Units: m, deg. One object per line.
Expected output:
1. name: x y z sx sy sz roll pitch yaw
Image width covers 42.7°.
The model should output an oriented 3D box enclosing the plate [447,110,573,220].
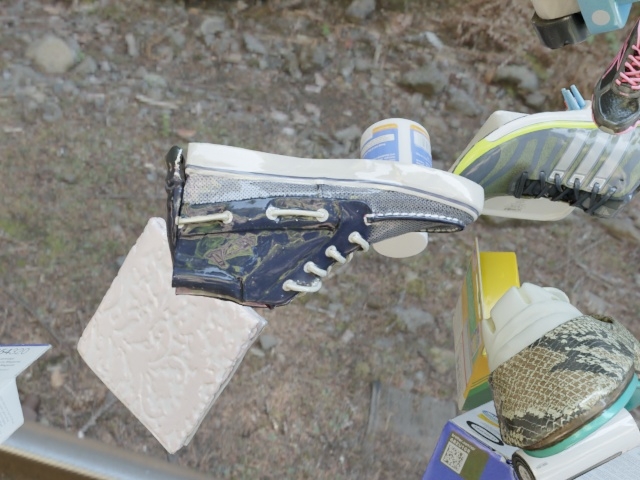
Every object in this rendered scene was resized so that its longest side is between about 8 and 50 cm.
1. plate: 0.354 -0.104 1.356 0.277 0.278 0.045 5 62 -16

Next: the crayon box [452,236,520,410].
1. crayon box: 0.306 0.161 1.491 0.083 0.323 0.203 0 59 2

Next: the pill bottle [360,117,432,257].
1. pill bottle: 0.160 -0.107 1.713 0.152 0.152 0.272 6 58 -8

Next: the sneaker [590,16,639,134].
1. sneaker: 0.247 -0.140 0.637 0.047 0.057 0.119 26 82 19

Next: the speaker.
1. speaker: 0.284 0.231 0.909 0.136 0.055 0.055 -22 53 -13

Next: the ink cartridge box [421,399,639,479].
1. ink cartridge box: 0.315 0.344 1.124 0.270 0.151 0.395 30 18 31

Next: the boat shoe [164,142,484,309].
1. boat shoe: 0.000 0.000 0.862 0.340 0.127 0.158 5 78 -2

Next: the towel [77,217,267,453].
1. towel: -0.291 0.177 1.545 0.317 0.332 0.053 40 18 21

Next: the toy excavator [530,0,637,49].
1. toy excavator: 0.488 -0.430 1.182 0.445 0.222 0.433 -7 42 38

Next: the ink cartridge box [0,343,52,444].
1. ink cartridge box: -0.530 0.241 0.977 0.324 0.071 0.330 -5 22 27

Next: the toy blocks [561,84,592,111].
1. toy blocks: 0.484 -0.231 1.524 0.054 0.148 0.123 -28 22 16

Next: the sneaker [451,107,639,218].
1. sneaker: 0.292 -0.081 0.937 0.299 0.111 0.121 -15 68 1

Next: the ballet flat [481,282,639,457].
1. ballet flat: 0.278 0.134 0.947 0.182 0.164 0.482 59 21 20
